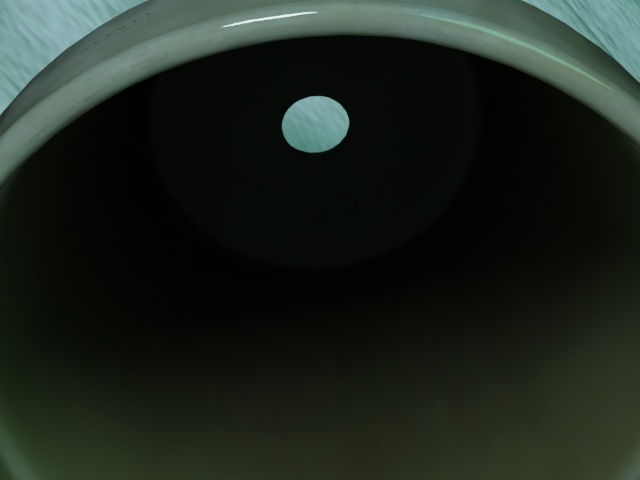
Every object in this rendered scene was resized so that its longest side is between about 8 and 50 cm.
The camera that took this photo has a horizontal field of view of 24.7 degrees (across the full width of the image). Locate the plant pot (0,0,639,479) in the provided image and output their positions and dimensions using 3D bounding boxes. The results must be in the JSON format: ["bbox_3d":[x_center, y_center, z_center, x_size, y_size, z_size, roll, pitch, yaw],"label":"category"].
[{"bbox_3d":[0.000,0.000,0.656,0.323,0.323,0.280,37,21,-21],"label":"plant pot"}]
